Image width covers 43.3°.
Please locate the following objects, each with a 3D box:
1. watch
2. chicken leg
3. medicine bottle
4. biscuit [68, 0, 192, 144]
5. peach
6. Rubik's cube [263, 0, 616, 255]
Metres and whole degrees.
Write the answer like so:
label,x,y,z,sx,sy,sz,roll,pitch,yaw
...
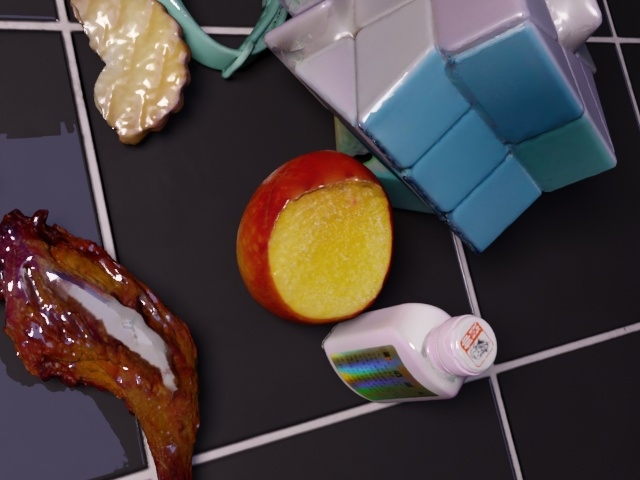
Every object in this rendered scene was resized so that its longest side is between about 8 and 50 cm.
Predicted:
label,x,y,z,sx,sy,sz,roll,pitch,yaw
watch,-0.127,-0.318,0.992,0.195,0.068,0.237,13,66,-31
chicken leg,-0.192,0.141,0.806,0.158,0.096,0.407,-32,97,-30
medicine bottle,0.103,0.129,0.916,0.115,0.219,0.078,49,57,-13
biscuit,-0.204,-0.200,0.905,0.118,0.061,0.183,-14,85,-9
peach,0.000,0.000,0.905,0.190,0.192,0.190,8,68,-19
Rubik's cube,0.142,-0.210,0.939,0.387,0.358,0.368,42,36,-43
